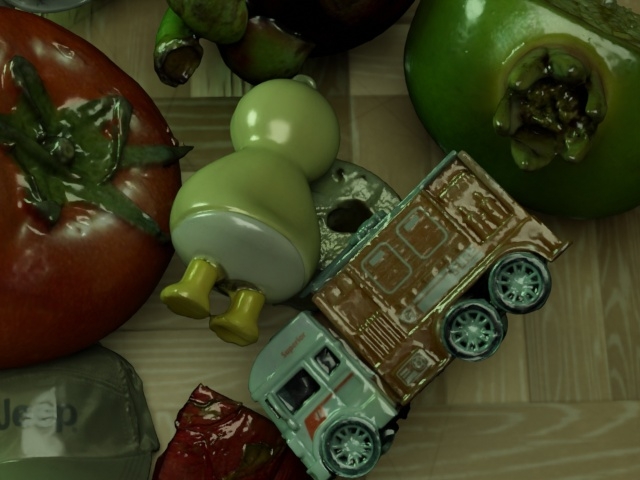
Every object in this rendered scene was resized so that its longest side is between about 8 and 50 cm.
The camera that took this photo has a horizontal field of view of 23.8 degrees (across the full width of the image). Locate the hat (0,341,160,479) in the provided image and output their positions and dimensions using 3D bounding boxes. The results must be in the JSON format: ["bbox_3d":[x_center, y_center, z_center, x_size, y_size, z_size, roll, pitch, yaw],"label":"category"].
[{"bbox_3d":[-0.256,0.171,1.381,0.214,0.244,0.149,-6,93,-6],"label":"hat"}]

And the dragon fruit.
[{"bbox_3d":[-0.080,0.213,1.397,0.127,0.161,0.121,19,70,15],"label":"dragon fruit"}]

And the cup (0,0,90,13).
[{"bbox_3d":[-0.316,-0.339,1.542,0.221,0.167,0.202,-38,55,4],"label":"cup"}]

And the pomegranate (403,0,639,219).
[{"bbox_3d":[0.212,-0.128,1.445,0.309,0.358,0.216,30,116,2],"label":"pomegranate"}]

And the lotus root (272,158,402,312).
[{"bbox_3d":[0.000,0.000,1.487,0.235,0.119,0.138,28,73,8],"label":"lotus root"}]

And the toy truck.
[{"bbox_3d":[0.071,0.066,1.346,0.305,0.136,0.162,-45,84,6],"label":"toy truck"}]

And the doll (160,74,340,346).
[{"bbox_3d":[-0.053,-0.042,1.378,0.141,0.117,0.296,29,46,-10],"label":"doll"}]

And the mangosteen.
[{"bbox_3d":[-0.050,-0.299,1.495,0.306,0.306,0.359,39,90,10],"label":"mangosteen"}]

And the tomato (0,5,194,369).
[{"bbox_3d":[-0.302,-0.048,1.406,0.341,0.273,0.341,14,66,-34],"label":"tomato"}]
